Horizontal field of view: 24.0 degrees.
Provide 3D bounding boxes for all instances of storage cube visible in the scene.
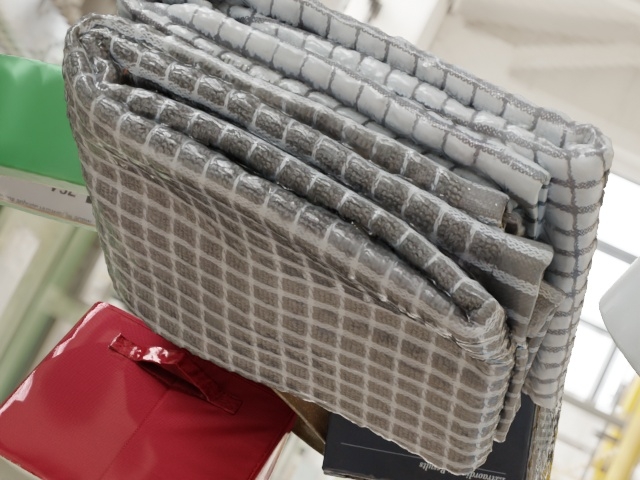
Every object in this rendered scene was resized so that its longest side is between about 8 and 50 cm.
[{"bbox_3d":[-0.155,0.196,1.125,0.183,0.215,0.193,27,34,6],"label":"storage cube"}]

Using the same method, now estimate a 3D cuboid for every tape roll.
[{"bbox_3d":[-0.160,-0.056,1.121,0.321,0.077,0.321,13,-6,1],"label":"tape roll"}]

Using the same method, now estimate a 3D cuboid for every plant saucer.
[{"bbox_3d":[-0.049,0.093,1.161,0.198,0.036,0.198,40,-11,9],"label":"plant saucer"}]

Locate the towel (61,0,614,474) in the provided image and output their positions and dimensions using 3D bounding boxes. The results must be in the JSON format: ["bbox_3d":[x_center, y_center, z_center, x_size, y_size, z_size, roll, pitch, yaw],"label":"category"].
[{"bbox_3d":[0.000,0.000,0.809,0.283,0.121,0.235,27,-29,17],"label":"towel"}]

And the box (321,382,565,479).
[{"bbox_3d":[0.100,0.084,1.106,0.153,0.207,0.108,9,-4,19],"label":"box"}]

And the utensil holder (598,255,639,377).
[{"bbox_3d":[0.493,0.029,1.371,0.327,0.385,0.328,40,17,-15],"label":"utensil holder"}]
